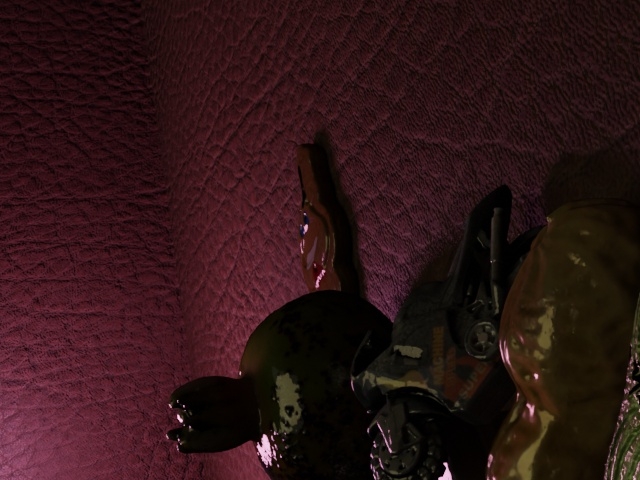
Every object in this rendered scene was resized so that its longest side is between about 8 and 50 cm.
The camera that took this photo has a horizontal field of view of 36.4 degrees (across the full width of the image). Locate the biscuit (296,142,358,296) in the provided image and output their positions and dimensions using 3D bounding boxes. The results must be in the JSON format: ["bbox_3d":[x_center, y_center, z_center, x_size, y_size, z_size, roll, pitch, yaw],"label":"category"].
[{"bbox_3d":[0.001,-0.005,1.571,0.183,0.047,0.320,160,104,-68],"label":"biscuit"}]

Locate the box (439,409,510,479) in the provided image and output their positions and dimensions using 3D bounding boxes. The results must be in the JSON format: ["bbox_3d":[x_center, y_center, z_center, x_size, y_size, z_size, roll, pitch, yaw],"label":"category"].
[{"bbox_3d":[0.169,0.269,1.025,0.210,0.129,0.148,108,150,-52],"label":"box"}]

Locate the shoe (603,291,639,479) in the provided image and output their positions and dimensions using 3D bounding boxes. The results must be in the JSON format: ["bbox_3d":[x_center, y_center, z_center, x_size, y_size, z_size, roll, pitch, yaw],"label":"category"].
[{"bbox_3d":[0.278,0.134,0.654,0.140,0.128,0.262,-135,43,-78],"label":"shoe"}]

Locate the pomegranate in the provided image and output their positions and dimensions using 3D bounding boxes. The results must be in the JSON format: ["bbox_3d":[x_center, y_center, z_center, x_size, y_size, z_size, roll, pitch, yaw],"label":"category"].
[{"bbox_3d":[-0.037,0.220,1.288,0.285,0.340,0.285,172,90,-68],"label":"pomegranate"}]

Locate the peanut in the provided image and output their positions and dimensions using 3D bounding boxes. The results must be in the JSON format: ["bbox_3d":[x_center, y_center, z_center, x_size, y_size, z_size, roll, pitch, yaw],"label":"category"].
[{"bbox_3d":[0.215,0.114,0.809,0.147,0.147,0.306,-133,40,-61],"label":"peanut"}]

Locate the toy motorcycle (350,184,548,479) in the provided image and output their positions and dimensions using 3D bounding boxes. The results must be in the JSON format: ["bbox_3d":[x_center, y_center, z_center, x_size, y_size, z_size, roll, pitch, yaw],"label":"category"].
[{"bbox_3d":[0.129,0.095,0.942,0.307,0.108,0.173,-53,42,4],"label":"toy motorcycle"}]
